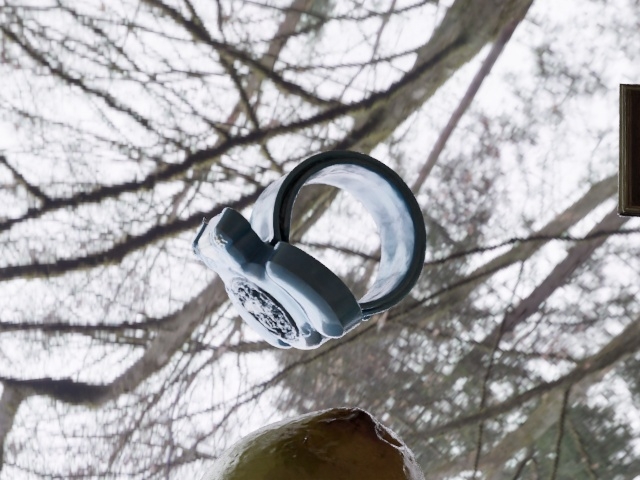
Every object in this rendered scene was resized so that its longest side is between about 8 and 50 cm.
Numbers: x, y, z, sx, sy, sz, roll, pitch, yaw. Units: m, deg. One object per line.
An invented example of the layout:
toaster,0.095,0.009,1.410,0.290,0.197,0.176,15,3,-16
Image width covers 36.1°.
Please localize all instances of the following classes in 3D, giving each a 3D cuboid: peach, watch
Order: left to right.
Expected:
peach,-0.016,0.340,1.025,0.281,0.316,0.314,15,-140,-10
watch,0.000,0.000,0.989,0.211,0.211,0.193,39,-114,12

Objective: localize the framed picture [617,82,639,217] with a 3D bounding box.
framed picture,0.596,-0.151,1.631,0.197,0.014,0.252,4,-111,6
